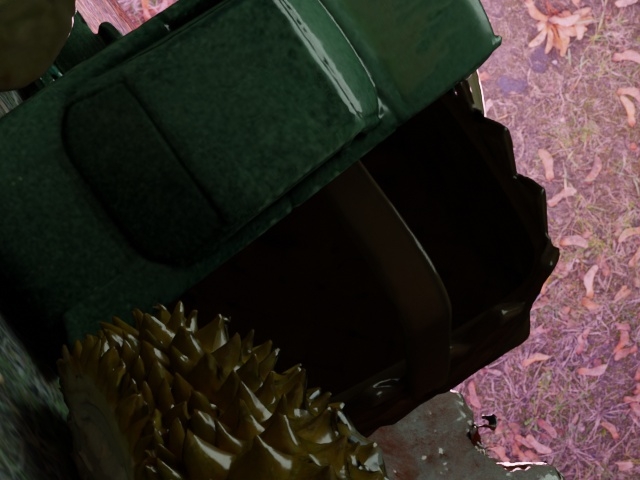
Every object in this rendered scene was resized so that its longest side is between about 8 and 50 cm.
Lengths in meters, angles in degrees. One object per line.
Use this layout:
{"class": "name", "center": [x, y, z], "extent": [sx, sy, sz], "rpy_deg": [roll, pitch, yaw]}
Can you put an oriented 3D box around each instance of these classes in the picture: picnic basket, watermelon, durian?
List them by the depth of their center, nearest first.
{"class": "durian", "center": [-0.035, 0.124, 0.773], "extent": [0.183, 0.138, 0.249], "rpy_deg": [42, 5, -41]}
{"class": "picnic basket", "center": [0.000, 0.000, 1.129], "extent": [0.254, 0.291, 0.321], "rpy_deg": [57, -9, 19]}
{"class": "watermelon", "center": [0.097, 0.259, 1.534], "extent": [0.322, 0.188, 0.175], "rpy_deg": [39, -47, 20]}

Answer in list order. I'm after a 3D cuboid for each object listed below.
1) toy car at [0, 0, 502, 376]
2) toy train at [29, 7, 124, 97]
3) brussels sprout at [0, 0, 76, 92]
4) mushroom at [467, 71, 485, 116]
{"class": "toy car", "center": [-0.045, -0.069, 0.908], "extent": [0.141, 0.321, 0.097], "rpy_deg": [55, -18, -7]}
{"class": "toy train", "center": [-0.240, -0.186, 1.455], "extent": [0.248, 0.101, 0.159], "rpy_deg": [56, -13, 4]}
{"class": "brussels sprout", "center": [-0.225, -0.179, 1.018], "extent": [0.181, 0.144, 0.161], "rpy_deg": [42, -41, 39]}
{"class": "mushroom", "center": [0.007, -0.076, 1.490], "extent": [0.353, 0.325, 0.353], "rpy_deg": [48, 1, -1]}
